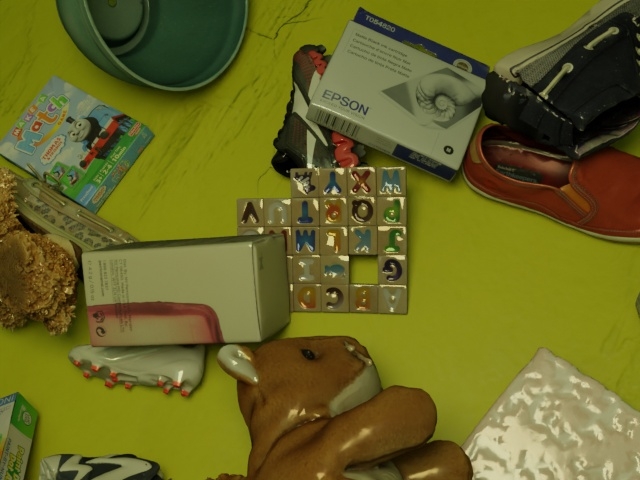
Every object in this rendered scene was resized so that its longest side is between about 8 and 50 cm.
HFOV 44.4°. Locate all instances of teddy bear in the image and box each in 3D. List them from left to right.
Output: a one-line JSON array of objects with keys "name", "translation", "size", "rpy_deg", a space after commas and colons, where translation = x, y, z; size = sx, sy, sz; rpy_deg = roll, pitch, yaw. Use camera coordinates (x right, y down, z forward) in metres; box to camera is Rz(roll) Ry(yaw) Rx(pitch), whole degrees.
[{"name": "teddy bear", "translation": [-0.447, 0.018, 1.105], "size": [0.338, 0.113, 0.245], "rpy_deg": [-8, 96, 42]}]

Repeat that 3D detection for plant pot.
[{"name": "plant pot", "translation": [-0.284, -0.375, 1.210], "size": [0.196, 0.293, 0.293], "rpy_deg": [7, 67, 45]}]

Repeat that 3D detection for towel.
[{"name": "towel", "translation": [0.296, 0.333, 0.887], "size": [0.332, 0.053, 0.317], "rpy_deg": [36, 80, 25]}]

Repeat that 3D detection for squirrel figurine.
[{"name": "squirrel figurine", "translation": [-0.036, 0.287, 0.849], "size": [0.397, 0.281, 0.370], "rpy_deg": [-37, 47, 5]}]

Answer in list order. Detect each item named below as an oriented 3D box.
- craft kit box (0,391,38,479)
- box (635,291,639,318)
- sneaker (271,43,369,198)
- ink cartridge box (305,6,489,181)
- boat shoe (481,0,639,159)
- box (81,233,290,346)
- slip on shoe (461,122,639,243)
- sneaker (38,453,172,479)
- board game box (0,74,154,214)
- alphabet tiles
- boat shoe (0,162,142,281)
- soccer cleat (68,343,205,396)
[{"name": "craft kit box", "translation": [-0.500, 0.340, 1.001], "size": [0.250, 0.061, 0.247], "rpy_deg": [-21, 35, 9]}, {"name": "box", "translation": [0.465, 0.106, 0.932], "size": [0.137, 0.072, 0.126], "rpy_deg": [-13, 66, 7]}, {"name": "sneaker", "translation": [-0.016, -0.164, 1.138], "size": [0.135, 0.097, 0.276], "rpy_deg": [-16, 67, 4]}, {"name": "ink cartridge box", "translation": [0.120, -0.219, 1.098], "size": [0.223, 0.045, 0.224], "rpy_deg": [23, 63, -1]}, {"name": "boat shoe", "translation": [0.383, -0.216, 1.014], "size": [0.340, 0.127, 0.158], "rpy_deg": [-32, 51, -18]}, {"name": "box", "translation": [-0.171, 0.063, 1.032], "size": [0.232, 0.148, 0.127], "rpy_deg": [-3, 94, 13]}, {"name": "slip on shoe", "translation": [0.346, -0.080, 1.020], "size": [0.331, 0.101, 0.123], "rpy_deg": [16, 71, 17]}, {"name": "sneaker", "translation": [-0.232, 0.326, 0.953], "size": [0.235, 0.153, 0.094], "rpy_deg": [15, 103, 51]}, {"name": "board game box", "translation": [-0.395, -0.156, 1.254], "size": [0.211, 0.039, 0.160], "rpy_deg": [29, 77, 23]}, {"name": "alphabet tiles", "translation": [0.000, 0.000, 1.069], "size": [0.237, 0.009, 0.198], "rpy_deg": [0, 95, 12]}, {"name": "boat shoe", "translation": [-0.388, -0.029, 1.174], "size": [0.285, 0.104, 0.089], "rpy_deg": [36, 64, 14]}, {"name": "soccer cleat", "translation": [-0.251, 0.164, 1.082], "size": [0.196, 0.068, 0.076], "rpy_deg": [6, 55, 14]}]
